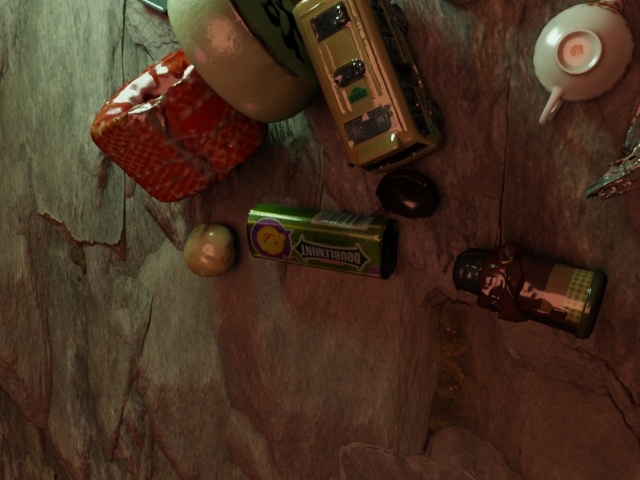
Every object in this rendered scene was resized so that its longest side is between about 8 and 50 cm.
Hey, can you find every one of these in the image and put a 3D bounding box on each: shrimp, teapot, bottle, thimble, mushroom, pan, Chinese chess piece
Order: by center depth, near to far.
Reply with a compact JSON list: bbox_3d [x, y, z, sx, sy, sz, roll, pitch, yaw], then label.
[{"bbox_3d":[0.577,-0.187,0.993,0.317,0.062,0.164,-38,78,25],"label":"shrimp"},{"bbox_3d":[0.448,-0.314,1.018,0.159,0.116,0.245,33,121,7],"label":"teapot"},{"bbox_3d":[0.387,0.083,1.109,0.271,0.143,0.156,17,108,26],"label":"bottle"},{"bbox_3d":[-0.133,-0.405,1.155,0.146,0.349,0.349,-31,86,26],"label":"Chinese chess piece"},{"bbox_3d":[0.155,-0.099,1.233,0.202,0.048,0.128,-4,137,39],"label":"pan"},{"bbox_3d":[-0.302,-0.255,1.266,0.350,0.350,0.230,-16,128,31],"label":"thimble"},{"bbox_3d":[-0.280,0.025,1.480,0.148,0.112,0.147,5,101,26],"label":"mushroom"}]

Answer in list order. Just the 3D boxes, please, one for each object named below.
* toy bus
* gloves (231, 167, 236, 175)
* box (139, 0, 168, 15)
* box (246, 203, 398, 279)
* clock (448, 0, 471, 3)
[{"bbox_3d":[0.095,-0.317,1.147,0.177,0.202,0.365,-21,91,30],"label":"toy bus"},{"bbox_3d":[-0.306,-0.164,1.456,0.229,0.119,0.097,-14,131,28],"label":"gloves"},{"bbox_3d":[-0.408,-0.622,1.453,0.126,0.031,0.091,33,115,18],"label":"box"},{"bbox_3d":[0.000,0.000,1.323,0.346,0.097,0.134,9,116,26],"label":"box"},{"bbox_3d":[0.260,-0.529,1.089,0.229,0.063,0.155,17,109,24],"label":"clock"}]
